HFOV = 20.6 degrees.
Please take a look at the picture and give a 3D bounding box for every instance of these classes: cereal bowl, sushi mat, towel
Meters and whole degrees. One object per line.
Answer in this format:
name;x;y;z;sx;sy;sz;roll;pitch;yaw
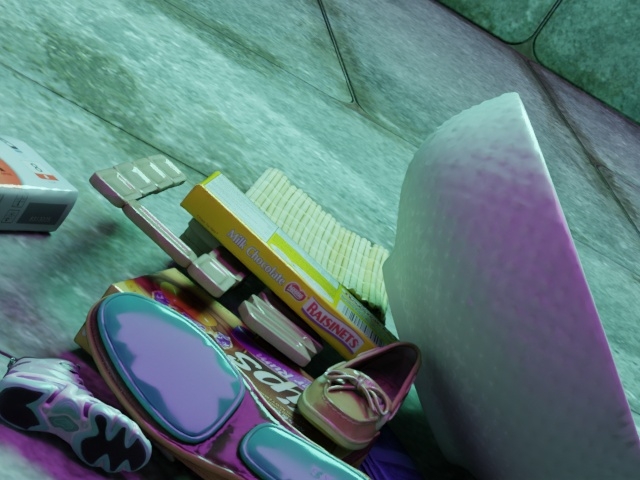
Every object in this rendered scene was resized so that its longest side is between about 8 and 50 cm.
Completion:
cereal bowl;0.137;0.070;1.313;0.339;0.141;0.339;-19;90;-84
sushi mat;0.000;0.000;1.503;0.151;0.019;0.316;35;9;-2
towel;0.042;0.156;1.230;0.067;0.029;0.119;23;21;-36

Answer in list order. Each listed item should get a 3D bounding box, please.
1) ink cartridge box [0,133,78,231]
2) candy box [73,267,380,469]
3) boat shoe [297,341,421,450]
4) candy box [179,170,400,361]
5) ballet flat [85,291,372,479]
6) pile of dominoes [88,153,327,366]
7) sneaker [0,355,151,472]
ink cartridge box;-0.275;-0.075;1.245;0.179;0.045;0.145;45;19;22
candy box;-0.059;0.098;1.159;0.187;0.053;0.109;37;15;12
boat shoe;0.030;0.097;1.156;0.056;0.048;0.153;39;15;14
candy box;-0.015;0.030;1.294;0.206;0.027;0.105;43;6;-1
ballet flat;-0.059;0.126;1.068;0.232;0.073;0.080;40;49;13
pile of dominoes;-0.077;0.021;1.283;0.196;0.040;0.251;43;9;1
sneaker;-0.142;0.095;1.041;0.098;0.038;0.069;31;18;-13
